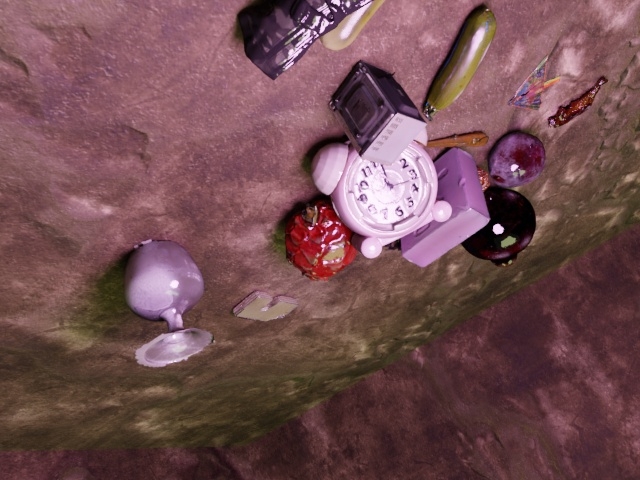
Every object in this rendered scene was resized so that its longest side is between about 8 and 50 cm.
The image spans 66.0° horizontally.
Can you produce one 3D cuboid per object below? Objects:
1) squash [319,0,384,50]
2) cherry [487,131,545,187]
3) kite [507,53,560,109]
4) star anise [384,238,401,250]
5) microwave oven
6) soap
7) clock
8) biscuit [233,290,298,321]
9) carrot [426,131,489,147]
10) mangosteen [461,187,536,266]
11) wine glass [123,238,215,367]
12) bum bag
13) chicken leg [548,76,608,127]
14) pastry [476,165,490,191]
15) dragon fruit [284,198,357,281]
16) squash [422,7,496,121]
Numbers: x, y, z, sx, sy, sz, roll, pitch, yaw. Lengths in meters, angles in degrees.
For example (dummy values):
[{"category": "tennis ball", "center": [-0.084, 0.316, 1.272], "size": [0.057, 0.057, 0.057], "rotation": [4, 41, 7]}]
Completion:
[{"category": "squash", "center": [0.092, -0.498, 1.018], "size": [0.250, 0.083, 0.083], "rotation": [-41, 145, 20]}, {"category": "cherry", "center": [0.654, -0.264, 1.663], "size": [0.195, 0.195, 0.195], "rotation": [-18, 148, -12]}, {"category": "kite", "center": [0.660, -0.468, 1.518], "size": [0.183, 0.014, 0.241], "rotation": [-25, 148, -1]}, {"category": "star anise", "center": [0.206, -0.021, 1.718], "size": [0.283, 0.129, 0.212], "rotation": [-1, -169, 38]}, {"category": "microwave oven", "center": [0.130, -0.310, 1.199], "size": [0.129, 0.205, 0.163], "rotation": [5, 137, -40]}, {"category": "soap", "center": [0.377, -0.106, 1.556], "size": [0.107, 0.296, 0.285], "rotation": [28, 131, -25]}, {"category": "clock", "center": [0.170, -0.160, 1.377], "size": [0.342, 0.184, 0.325], "rotation": [-29, 109, -10]}, {"category": "biscuit", "center": [-0.216, 0.266, 1.974], "size": [0.147, 0.046, 0.250], "rotation": [-41, 144, 23]}, {"category": "carrot", "center": [0.422, -0.312, 1.560], "size": [0.255, 0.049, 0.049], "rotation": [-9, 146, -17]}, {"category": "mangosteen", "center": [0.665, -0.041, 1.876], "size": [0.297, 0.297, 0.313], "rotation": [-16, 109, -15]}, {"category": "wine glass", "center": [-0.441, 0.170, 1.409], "size": [0.238, 0.323, 0.238], "rotation": [-19, 148, -13]}, {"category": "bum bag", "center": [-0.010, -0.461, 0.953], "size": [0.340, 0.144, 0.095], "rotation": [-32, -169, 14]}, {"category": "chicken leg", "center": [0.860, -0.450, 1.649], "size": [0.219, 0.048, 0.089], "rotation": [-36, 150, 17]}, {"category": "pastry", "center": [0.490, -0.195, 1.735], "size": [0.209, 0.097, 0.115], "rotation": [-17, 138, -10]}, {"category": "dragon fruit", "center": [0.000, 0.000, 1.564], "size": [0.245, 0.244, 0.298], "rotation": [-5, 137, -29]}, {"category": "squash", "center": [0.354, -0.439, 1.282], "size": [0.087, 0.087, 0.331], "rotation": [-7, 146, -28]}]
